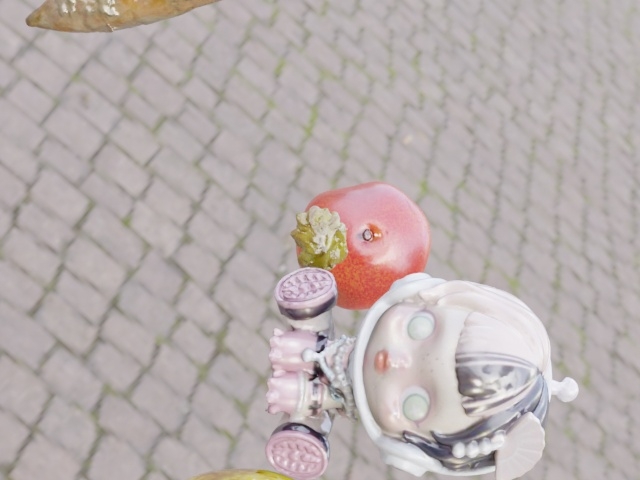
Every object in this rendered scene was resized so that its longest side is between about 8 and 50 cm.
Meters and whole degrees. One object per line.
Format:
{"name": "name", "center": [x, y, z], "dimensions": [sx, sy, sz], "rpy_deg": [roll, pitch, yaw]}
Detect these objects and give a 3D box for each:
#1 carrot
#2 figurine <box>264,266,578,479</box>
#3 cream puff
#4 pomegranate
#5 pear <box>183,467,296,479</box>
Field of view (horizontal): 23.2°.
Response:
{"name": "carrot", "center": [-0.226, -0.299, 1.858], "dimensions": [0.102, 0.263, 0.102], "rpy_deg": [163, -90, -88]}
{"name": "figurine", "center": [0.111, 0.153, 1.882], "dimensions": [0.211, 0.361, 0.253], "rpy_deg": [-7, 94, -63]}
{"name": "cream puff", "center": [0.000, 0.000, 1.995], "dimensions": [0.083, 0.083, 0.058], "rpy_deg": [23, 12, -6]}
{"name": "pomegranate", "center": [0.069, 0.009, 2.552], "dimensions": [0.221, 0.221, 0.256], "rpy_deg": [42, 2, -6]}
{"name": "pear", "center": [-0.078, 0.359, 1.530], "dimensions": [0.281, 0.281, 0.281], "rpy_deg": [31, 33, -23]}
